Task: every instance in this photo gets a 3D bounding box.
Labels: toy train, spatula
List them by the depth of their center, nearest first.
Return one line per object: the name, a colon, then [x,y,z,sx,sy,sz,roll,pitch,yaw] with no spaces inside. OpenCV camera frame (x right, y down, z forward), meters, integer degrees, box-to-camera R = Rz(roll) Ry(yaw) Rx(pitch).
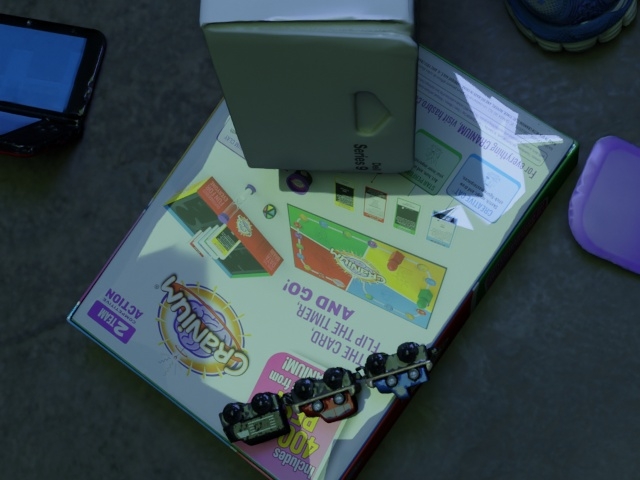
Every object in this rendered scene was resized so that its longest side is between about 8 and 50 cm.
toy train: [0.007,0.106,0.766,0.158,0.027,0.036,-20,81,9]
spatula: [0.315,0.020,0.776,0.296,0.030,0.084,25,88,15]

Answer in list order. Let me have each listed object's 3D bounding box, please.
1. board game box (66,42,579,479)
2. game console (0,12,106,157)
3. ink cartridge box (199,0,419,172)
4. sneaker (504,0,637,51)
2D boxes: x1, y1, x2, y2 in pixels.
board game box: [0.000,0.000,0.833,0.242,0.064,0.316,36,90,16]
game console: [-0.264,-0.129,0.906,0.144,0.124,0.085,11,110,15]
ink cartridge box: [0.005,-0.212,0.725,0.121,0.211,0.289,1,71,5]
sneaker: [0.146,-0.307,0.808,0.129,0.147,0.330,-22,76,8]
